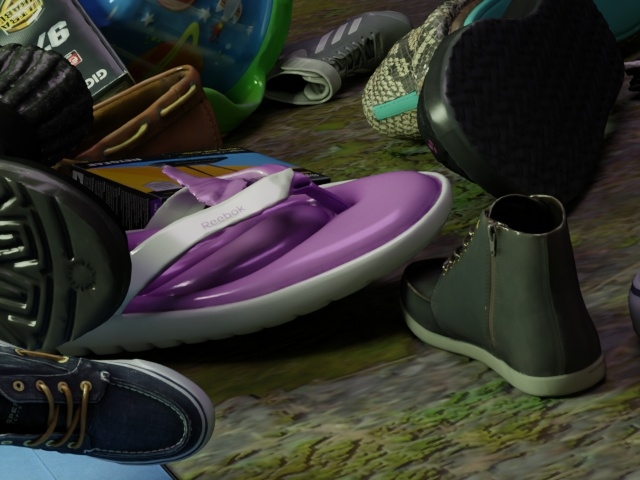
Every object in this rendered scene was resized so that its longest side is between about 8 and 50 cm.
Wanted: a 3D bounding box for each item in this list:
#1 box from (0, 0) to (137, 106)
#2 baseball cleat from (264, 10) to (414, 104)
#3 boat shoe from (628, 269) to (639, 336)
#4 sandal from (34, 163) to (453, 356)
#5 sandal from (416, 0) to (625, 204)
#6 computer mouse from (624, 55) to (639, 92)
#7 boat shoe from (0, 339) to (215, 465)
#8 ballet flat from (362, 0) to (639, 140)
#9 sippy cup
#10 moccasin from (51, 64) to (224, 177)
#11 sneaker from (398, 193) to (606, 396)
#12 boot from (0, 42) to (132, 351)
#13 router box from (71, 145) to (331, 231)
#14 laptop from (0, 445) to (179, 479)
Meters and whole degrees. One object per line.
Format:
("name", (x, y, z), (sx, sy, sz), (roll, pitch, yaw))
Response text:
("box", (-0.304, -0.143, 1.831), (0.220, 0.051, 0.175), (-36, 61, -1))
("baseball cleat", (0.020, -0.188, 2.075), (0.206, 0.072, 0.109), (-19, 34, -14))
("boat shoe", (0.332, -0.051, 1.326), (0.367, 0.156, 0.136), (-25, 23, -39))
("sandal", (-0.110, 0.002, 1.421), (0.416, 0.102, 0.169), (-13, 28, 15))
("sandal", (0.166, -0.117, 1.662), (0.107, 0.167, 0.446), (-29, 5, 26))
("computer mouse", (0.359, -0.143, 1.726), (0.188, 0.072, 0.272), (-4, 19, 14))
("boat shoe", (-0.157, 0.101, 1.129), (0.183, 0.065, 0.083), (11, 9, 4))
("ballet flat", (0.185, -0.218, 1.947), (0.182, 0.164, 0.483), (-19, 11, 38))
("sippy cup", (-0.185, -0.258, 1.983), (0.305, 0.240, 0.224), (23, 6, 35))
("moccasin", (-0.248, -0.064, 1.683), (0.380, 0.147, 0.139), (-21, 21, -31))
("sneaker", (0.117, 0.016, 1.297), (0.083, 0.118, 0.222), (-18, 20, -22))
("boot", (-0.228, -0.045, 1.398), (0.348, 0.131, 0.260), (9, 28, 30))
("router box", (-0.101, -0.040, 1.625), (0.179, 0.046, 0.133), (-9, 20, -40))
("laptop", (-0.315, 0.092, 1.132), (0.236, 0.408, 0.382), (-48, 26, -6))
